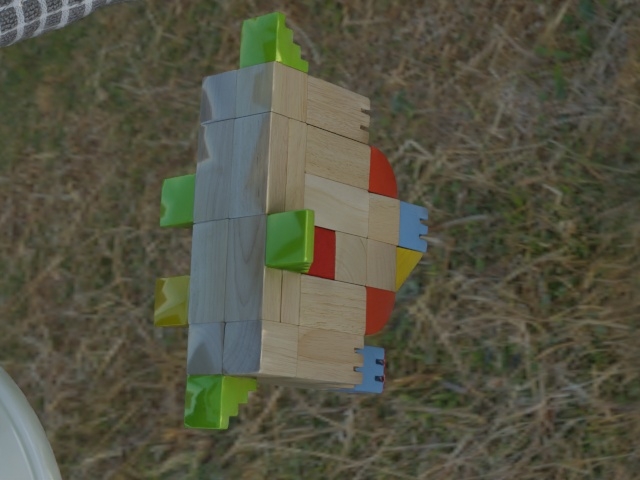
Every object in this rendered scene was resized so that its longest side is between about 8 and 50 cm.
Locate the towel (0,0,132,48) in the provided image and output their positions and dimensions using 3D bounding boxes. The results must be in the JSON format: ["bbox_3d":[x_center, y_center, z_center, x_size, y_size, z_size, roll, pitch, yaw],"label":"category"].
[{"bbox_3d":[-0.254,-0.200,0.971,0.283,0.235,0.121,7,121,54],"label":"towel"}]

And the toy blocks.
[{"bbox_3d":[0.000,0.000,1.277,0.191,0.261,0.381,-6,77,40],"label":"toy blocks"}]

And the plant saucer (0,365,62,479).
[{"bbox_3d":[-0.405,0.275,1.186,0.400,0.100,0.400,1,91,33],"label":"plant saucer"}]
